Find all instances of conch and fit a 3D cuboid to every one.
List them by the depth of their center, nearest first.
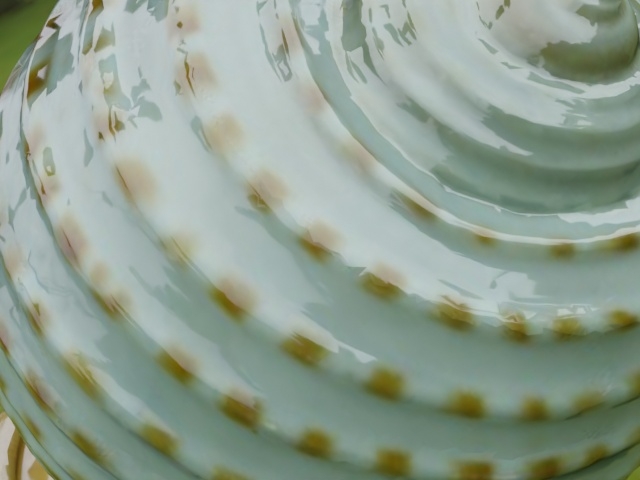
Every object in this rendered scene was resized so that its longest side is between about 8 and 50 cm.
[{"bbox_3d":[-0.005,-0.008,0.395,0.200,0.131,0.172,-22,30,41],"label":"conch"}]

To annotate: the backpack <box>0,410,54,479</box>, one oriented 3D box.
[{"bbox_3d":[0.030,0.193,0.604,0.201,0.353,0.378,-57,36,18],"label":"backpack"}]
